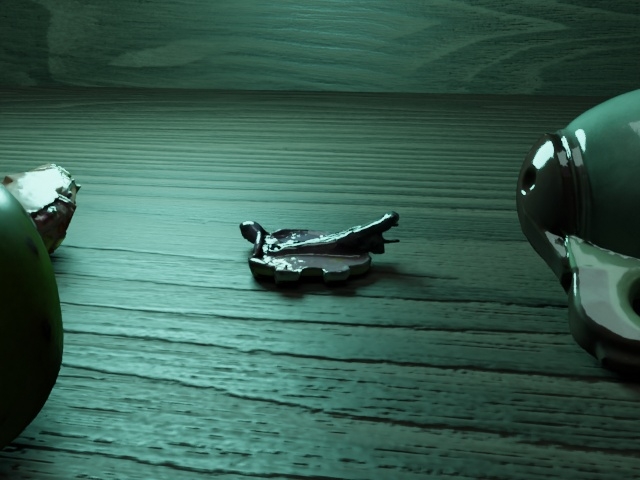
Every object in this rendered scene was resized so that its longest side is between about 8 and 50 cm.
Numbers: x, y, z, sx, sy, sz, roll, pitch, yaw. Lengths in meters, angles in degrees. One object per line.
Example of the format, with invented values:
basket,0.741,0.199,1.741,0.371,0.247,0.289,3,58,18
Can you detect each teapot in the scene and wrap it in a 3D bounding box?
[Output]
teapot,0.345,-0.011,0.596,0.311,0.233,0.315,-4,47,10

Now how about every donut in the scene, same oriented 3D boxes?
donut,-0.401,-0.025,0.748,0.232,0.085,0.199,5,29,-8

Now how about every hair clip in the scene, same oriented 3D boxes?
hair clip,0.002,0.008,0.751,0.186,0.056,0.146,-10,21,-1

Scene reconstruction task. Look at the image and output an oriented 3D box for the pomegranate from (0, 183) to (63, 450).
pomegranate,-0.353,0.036,0.416,0.309,0.216,0.358,17,26,31
